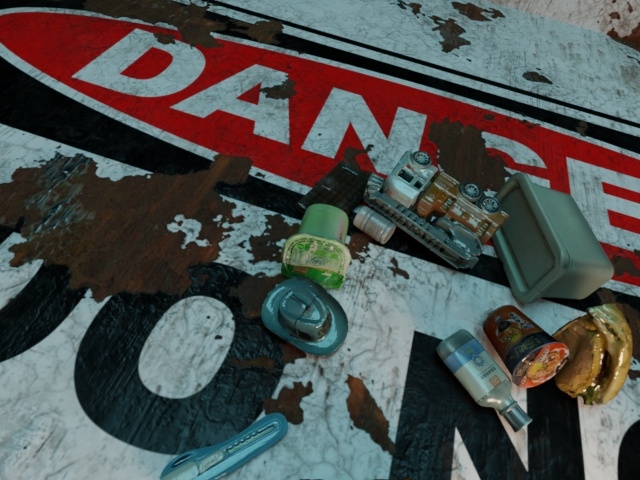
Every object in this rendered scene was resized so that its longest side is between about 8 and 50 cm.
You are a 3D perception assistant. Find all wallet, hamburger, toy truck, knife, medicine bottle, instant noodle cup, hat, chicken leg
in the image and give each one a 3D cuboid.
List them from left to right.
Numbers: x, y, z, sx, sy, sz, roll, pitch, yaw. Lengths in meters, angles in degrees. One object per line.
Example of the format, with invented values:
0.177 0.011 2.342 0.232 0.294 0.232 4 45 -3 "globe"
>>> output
-0.154 0.350 0.757 0.222 0.031 0.064 -20 53 -26 "knife"
-0.033 0.143 0.916 0.191 0.078 0.138 32 65 18 "hat"
0.021 0.160 0.959 0.083 0.021 0.036 27 67 12 "chicken leg"
0.046 -0.120 1.186 0.124 0.042 0.230 35 54 11 "wallet"
0.133 -0.038 1.124 0.091 0.058 0.058 35 53 18 "medicine bottle"
0.268 -0.082 1.133 0.338 0.133 0.184 36 60 12 "toy truck"
0.324 0.275 0.901 0.090 0.053 0.208 -21 58 -30 "medicine bottle"
0.407 0.207 0.929 0.127 0.127 0.135 -6 35 -16 "instant noodle cup"
0.553 0.216 0.896 0.135 0.207 0.155 -10 48 -15 "hamburger"

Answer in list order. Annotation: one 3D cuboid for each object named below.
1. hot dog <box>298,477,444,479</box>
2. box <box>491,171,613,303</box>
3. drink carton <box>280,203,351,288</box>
0.097 0.435 0.679 0.349 0.117 0.158 7 49 -5 "hot dog"
0.556 0.000 1.113 0.182 0.175 0.312 9 48 -15 "box"
0.000 0.000 1.018 0.146 0.144 0.142 15 43 1 "drink carton"
